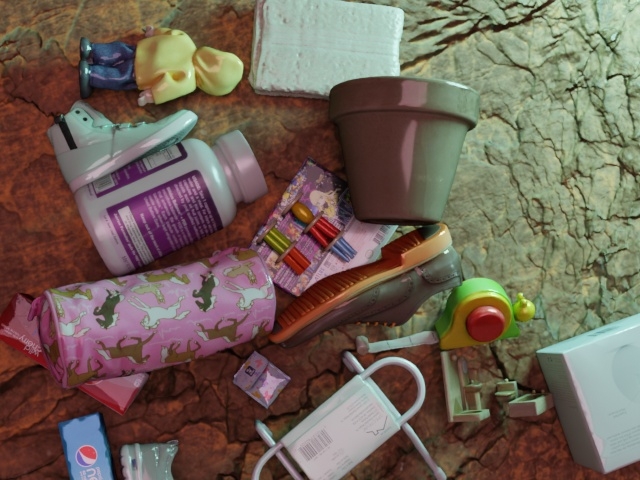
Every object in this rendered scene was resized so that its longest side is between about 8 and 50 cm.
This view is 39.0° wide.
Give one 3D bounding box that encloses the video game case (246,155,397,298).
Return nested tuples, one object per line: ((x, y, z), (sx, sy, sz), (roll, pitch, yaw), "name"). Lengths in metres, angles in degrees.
((0.000, 0.000, 1.641), (0.210, 0.042, 0.232), (33, 82, -4), "video game case")

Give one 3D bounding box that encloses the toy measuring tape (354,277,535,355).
((0.223, 0.133, 1.623), (0.330, 0.121, 0.121), (-7, 86, -3), "toy measuring tape")

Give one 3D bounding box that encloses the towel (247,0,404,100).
((0.011, -0.351, 1.673), (0.282, 0.049, 0.187), (5, 86, -8), "towel")

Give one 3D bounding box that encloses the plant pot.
((0.142, -0.144, 1.565), (0.263, 0.263, 0.229), (3, 86, -7), "plant pot")

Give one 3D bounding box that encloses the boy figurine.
((-0.282, -0.312, 1.608), (0.285, 0.092, 0.177), (-2, 58, -11), "boy figurine")

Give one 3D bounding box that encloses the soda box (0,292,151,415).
((-0.422, 0.192, 1.545), (0.263, 0.092, 0.083), (33, 82, -4), "soda box")

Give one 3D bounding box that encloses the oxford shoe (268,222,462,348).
((0.085, 0.109, 1.565), (0.364, 0.130, 0.132), (-27, 106, -5), "oxford shoe")

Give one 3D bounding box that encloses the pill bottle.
((-0.251, -0.072, 1.552), (0.302, 0.169, 0.169), (-25, 89, -8), "pill bottle")

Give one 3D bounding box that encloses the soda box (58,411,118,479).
((-0.383, 0.402, 1.533), (0.071, 0.067, 0.210), (-14, 81, -10), "soda box")

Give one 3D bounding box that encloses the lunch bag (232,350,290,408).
((-0.105, 0.247, 1.602), (0.083, 0.053, 0.071), (39, 80, 7), "lunch bag")

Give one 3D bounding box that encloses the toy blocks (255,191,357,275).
((-0.020, 0.007, 1.589), (0.148, 0.054, 0.123), (42, 81, -2), "toy blocks")

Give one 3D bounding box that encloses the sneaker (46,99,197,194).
((-0.354, -0.203, 1.589), (0.256, 0.094, 0.151), (-29, 86, -10), "sneaker")

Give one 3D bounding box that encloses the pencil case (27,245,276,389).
((-0.270, 0.121, 1.486), (0.386, 0.167, 0.160), (-13, 113, -28), "pencil case")

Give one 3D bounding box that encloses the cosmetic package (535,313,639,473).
((0.548, 0.271, 1.640), (0.224, 0.138, 0.224), (-18, 86, -9), "cosmetic package")

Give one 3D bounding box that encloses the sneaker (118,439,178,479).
((-0.260, 0.475, 1.536), (0.115, 0.105, 0.281), (-13, 90, -15), "sneaker")

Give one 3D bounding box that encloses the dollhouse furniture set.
((0.316, 0.248, 1.610), (0.151, 0.144, 0.123), (-9, 85, 28), "dollhouse furniture set")

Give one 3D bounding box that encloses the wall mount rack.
((0.059, 0.373, 1.580), (0.350, 0.130, 0.304), (-38, 88, -8), "wall mount rack")
